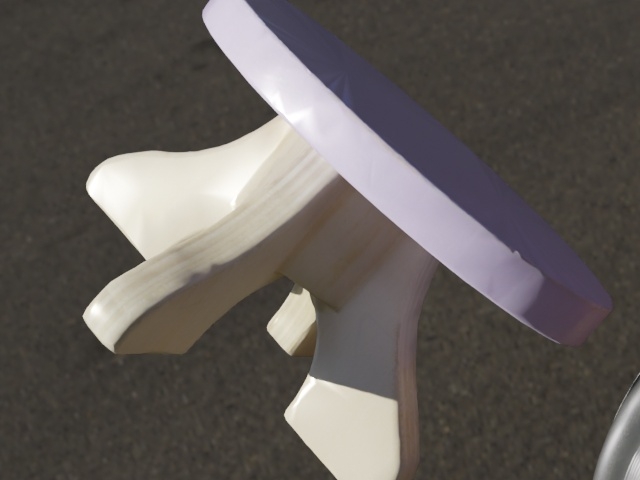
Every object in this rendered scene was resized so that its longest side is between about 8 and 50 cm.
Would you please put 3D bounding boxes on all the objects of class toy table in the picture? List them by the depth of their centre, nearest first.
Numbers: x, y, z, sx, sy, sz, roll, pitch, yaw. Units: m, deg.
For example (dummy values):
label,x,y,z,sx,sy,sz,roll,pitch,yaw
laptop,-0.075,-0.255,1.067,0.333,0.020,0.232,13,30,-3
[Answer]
label,x,y,z,sx,sy,sz,roll,pitch,yaw
toy table,0.000,0.000,0.748,0.161,0.252,0.274,-50,56,14

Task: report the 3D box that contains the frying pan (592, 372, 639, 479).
label,x,y,z,sx,sy,sz,roll,pitch,yaw
frying pan,0.192,0.055,0.446,0.053,0.326,0.197,5,30,-42
